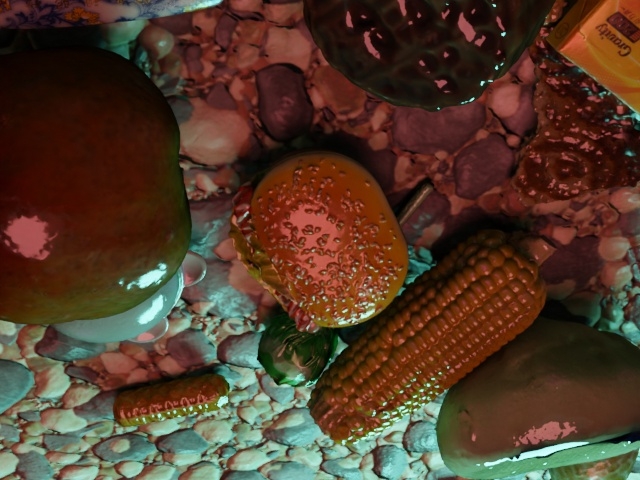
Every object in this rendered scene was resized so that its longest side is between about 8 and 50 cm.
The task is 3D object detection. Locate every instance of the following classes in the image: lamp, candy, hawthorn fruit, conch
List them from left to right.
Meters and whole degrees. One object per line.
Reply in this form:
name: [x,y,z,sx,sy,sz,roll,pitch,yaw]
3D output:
hawthorn fruit: [-0.278,-0.051,1.184,0.301,0.268,0.268,-6,138,-32]
lamp: [-0.263,0.039,1.390,0.246,0.108,0.179,21,123,-22]
candy: [0.032,0.048,1.458,0.097,0.097,0.323,25,118,-25]
conch: [0.374,0.304,1.699,0.173,0.106,0.116,-46,141,15]

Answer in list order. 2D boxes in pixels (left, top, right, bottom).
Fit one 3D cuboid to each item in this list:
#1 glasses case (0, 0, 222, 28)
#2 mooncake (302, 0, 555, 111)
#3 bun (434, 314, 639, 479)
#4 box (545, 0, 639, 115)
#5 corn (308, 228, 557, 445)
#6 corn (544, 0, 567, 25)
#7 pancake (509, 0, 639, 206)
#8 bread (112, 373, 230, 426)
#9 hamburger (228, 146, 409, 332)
glasses case: [-0.211,-0.247,1.156,0.248,0.065,0.087,-6,131,2]
mooncake: [0.092,-0.226,1.122,0.228,0.124,0.228,19,141,16]
bun: [0.272,0.181,1.522,0.293,0.187,0.293,-8,162,-2]
box: [0.359,-0.250,1.183,0.152,0.043,0.269,31,109,-27]
corn: [0.131,0.110,1.445,0.347,0.130,0.130,-42,125,10]
corn: [0.188,-0.320,1.112,0.086,0.086,0.288,-8,134,2]
pancake: [0.279,-0.129,1.334,0.266,0.057,0.244,30,133,-23]
bread: [-0.191,0.205,1.591,0.157,0.044,0.052,-13,135,7]
hamburger: [0.000,0.000,1.351,0.173,0.116,0.210,-21,112,14]
